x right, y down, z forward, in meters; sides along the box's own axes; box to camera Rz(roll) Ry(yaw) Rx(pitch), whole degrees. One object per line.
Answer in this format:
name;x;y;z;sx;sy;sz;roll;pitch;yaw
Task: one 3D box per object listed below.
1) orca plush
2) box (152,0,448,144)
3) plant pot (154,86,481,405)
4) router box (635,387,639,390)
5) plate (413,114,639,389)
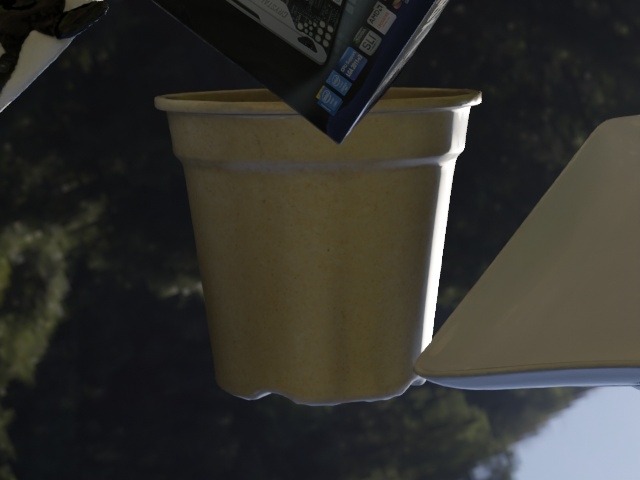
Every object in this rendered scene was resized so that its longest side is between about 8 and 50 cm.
orca plush;-0.248;-0.247;1.611;0.287;0.102;0.151;-46;-159;-10
box;-0.004;-0.238;0.941;0.076;0.242;0.307;-49;176;-48
plant pot;0.000;0.000;1.803;0.333;0.306;0.334;-1;-172;0
router box;0.394;0.047;1.821;0.081;0.243;0.309;3;171;24
plate;0.229;0.004;0.995;0.278;0.045;0.277;-5;-149;41
